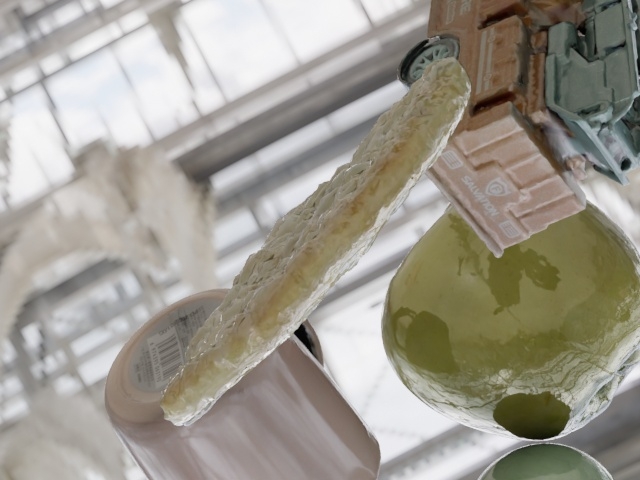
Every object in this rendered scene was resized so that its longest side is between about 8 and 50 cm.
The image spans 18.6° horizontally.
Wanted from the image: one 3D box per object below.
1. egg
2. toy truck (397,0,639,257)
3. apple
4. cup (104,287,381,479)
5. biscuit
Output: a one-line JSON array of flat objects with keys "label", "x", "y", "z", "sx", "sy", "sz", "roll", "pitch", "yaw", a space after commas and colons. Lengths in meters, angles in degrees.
[{"label": "egg", "x": 0.209, "y": 0.263, "z": 1.807, "sx": 0.149, "sy": 0.149, "sz": 0.192, "roll": -22, "pitch": 175, "yaw": 16}, {"label": "toy truck", "x": 0.176, "y": -0.163, "z": 1.524, "sx": 0.184, "sy": 0.133, "sz": 0.338, "roll": -22, "pitch": -143, "yaw": 29}, {"label": "apple", "x": 0.189, "y": 0.071, "z": 1.877, "sx": 0.262, "sy": 0.262, "sz": 0.262, "roll": -25, "pitch": -162, "yaw": 9}, {"label": "cup", "x": -0.068, "y": 0.142, "z": 1.769, "sx": 0.191, "sy": 0.200, "sz": 0.253, "roll": -13, "pitch": -144, "yaw": 31}, {"label": "biscuit", "x": 0.000, "y": 0.000, "z": 1.099, "sx": 0.265, "sy": 0.040, "sz": 0.188, "roll": -50, "pitch": -174, "yaw": -8}]
